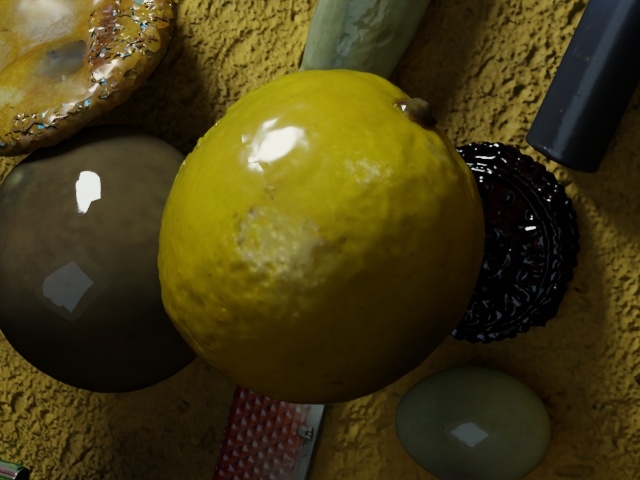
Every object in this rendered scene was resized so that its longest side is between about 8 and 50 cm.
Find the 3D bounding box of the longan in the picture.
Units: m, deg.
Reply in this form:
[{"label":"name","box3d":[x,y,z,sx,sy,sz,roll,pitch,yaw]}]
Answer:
[{"label":"longan","box3d":[-0.211,0.020,1.534,0.258,0.258,0.258,4,99,24]}]

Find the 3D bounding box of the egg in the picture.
[{"label":"egg","box3d":[0.143,0.175,1.471,0.152,0.114,0.114,8,101,25]}]

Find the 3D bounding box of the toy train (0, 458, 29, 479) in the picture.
[{"label":"toy train","box3d":[-0.397,0.275,1.774,0.148,0.038,0.071,12,103,22]}]

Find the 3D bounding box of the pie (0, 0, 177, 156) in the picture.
[{"label":"pie","box3d":[-0.260,-0.190,1.559,0.273,0.069,0.273,-14,52,19]}]

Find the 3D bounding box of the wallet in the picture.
[{"label":"wallet","box3d":[-0.047,0.184,1.611,0.103,0.020,0.196,20,105,20]}]

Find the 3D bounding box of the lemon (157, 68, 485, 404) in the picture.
[{"label":"lemon","box3d":[-0.001,0.000,1.367,0.297,0.297,0.297,4,99,24]}]

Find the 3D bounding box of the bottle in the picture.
[{"label":"bottle","box3d":[0.264,-0.181,1.383,0.244,0.072,0.082,-68,30,17]}]

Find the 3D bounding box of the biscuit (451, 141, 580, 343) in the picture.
[{"label":"biscuit","box3d":[0.151,0.002,1.474,0.194,0.053,0.195,4,99,25]}]

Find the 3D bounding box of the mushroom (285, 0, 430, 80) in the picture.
[{"label":"mushroom","box3d":[0.065,-0.256,1.460,0.107,0.087,0.333,27,105,14]}]
